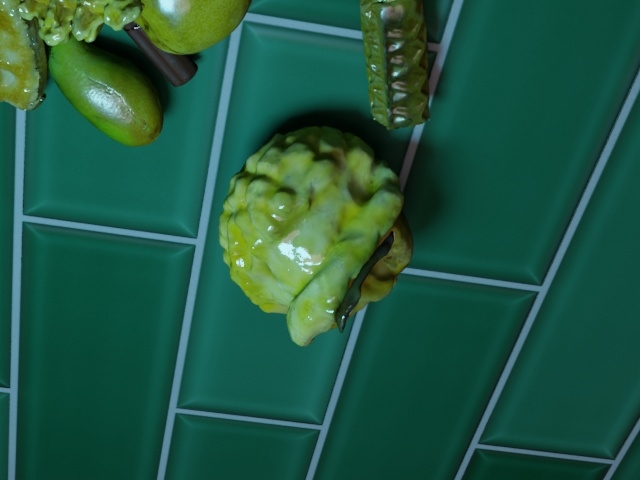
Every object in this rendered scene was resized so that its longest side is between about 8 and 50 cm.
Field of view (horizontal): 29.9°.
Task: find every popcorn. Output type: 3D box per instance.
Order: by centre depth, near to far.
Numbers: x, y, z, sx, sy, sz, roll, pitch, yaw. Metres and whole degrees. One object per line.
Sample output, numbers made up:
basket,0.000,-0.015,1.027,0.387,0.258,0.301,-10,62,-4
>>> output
popcorn,0.000,0.000,1.997,0.349,0.382,0.349,-11,129,-13

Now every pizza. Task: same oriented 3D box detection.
pizza,-0.534,-0.334,1.848,0.223,0.089,0.323,4,140,10

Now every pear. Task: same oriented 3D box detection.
pear,-0.190,-0.381,1.736,0.208,0.209,0.209,0,133,0

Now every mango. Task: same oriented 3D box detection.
mango,-0.341,-0.245,1.924,0.125,0.111,0.233,-34,113,13

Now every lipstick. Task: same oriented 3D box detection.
lipstick,-0.312,-0.376,1.834,0.057,0.057,0.357,-24,129,21

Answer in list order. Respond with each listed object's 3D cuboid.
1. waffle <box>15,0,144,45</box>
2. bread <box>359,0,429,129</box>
waffle,-0.317,-0.431,1.642,0.302,0.325,0.068,-35,165,18
bread,0.117,-0.297,1.889,0.087,0.098,0.269,-35,138,-26
